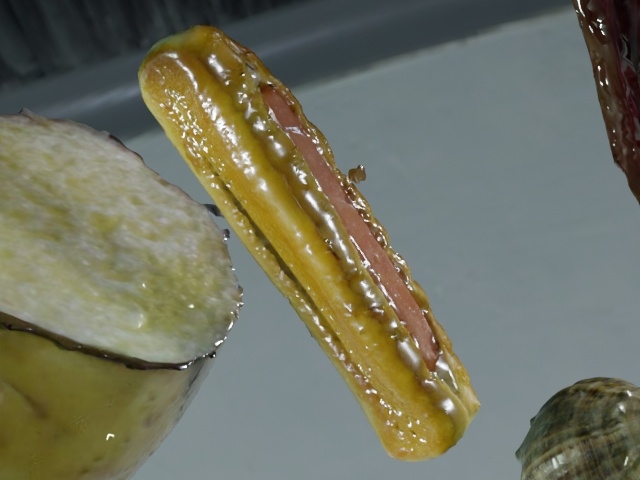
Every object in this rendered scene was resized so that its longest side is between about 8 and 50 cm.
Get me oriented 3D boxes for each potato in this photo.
[{"bbox_3d":[-0.217,0.087,1.312,0.301,0.237,0.289,30,32,16],"label":"potato"}]

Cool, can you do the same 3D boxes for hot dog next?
[{"bbox_3d":[-0.003,0.002,1.060,0.088,0.286,0.061,-17,19,43],"label":"hot dog"}]

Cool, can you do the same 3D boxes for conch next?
[{"bbox_3d":[0.270,0.215,1.835,0.159,0.291,0.210,40,60,14],"label":"conch"}]

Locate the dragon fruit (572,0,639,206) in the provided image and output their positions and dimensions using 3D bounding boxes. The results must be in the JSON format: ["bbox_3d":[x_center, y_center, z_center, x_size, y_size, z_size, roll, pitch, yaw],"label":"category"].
[{"bbox_3d":[0.216,-0.056,0.395,0.330,0.302,0.240,0,38,6],"label":"dragon fruit"}]
